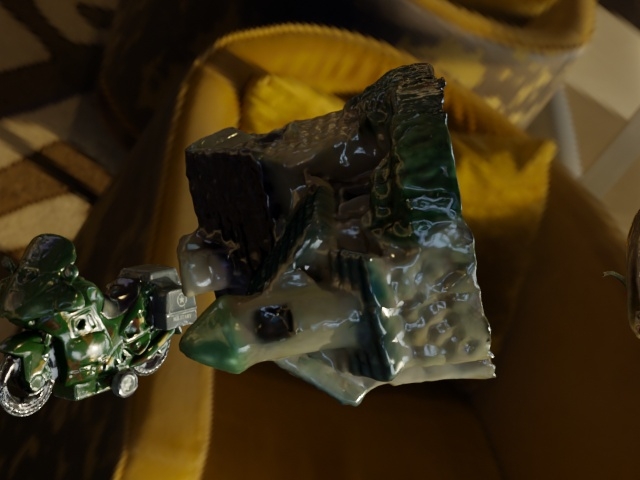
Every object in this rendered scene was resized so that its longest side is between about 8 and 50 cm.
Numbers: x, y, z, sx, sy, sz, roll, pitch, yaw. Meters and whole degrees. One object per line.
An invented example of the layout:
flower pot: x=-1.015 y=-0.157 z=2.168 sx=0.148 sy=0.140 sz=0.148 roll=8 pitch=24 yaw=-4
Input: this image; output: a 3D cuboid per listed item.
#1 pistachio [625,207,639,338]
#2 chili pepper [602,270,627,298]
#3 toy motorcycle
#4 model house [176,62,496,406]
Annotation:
pistachio: x=0.446 y=0.045 z=1.751 sx=0.131 sy=0.206 sz=0.129 roll=-10 pitch=21 yaw=-21
chili pepper: x=0.482 y=0.085 z=1.930 sx=0.191 sy=0.059 sz=0.050 roll=29 pitch=11 yaw=2
toy motorcycle: x=-0.250 y=0.078 z=1.502 sx=0.125 sy=0.187 sz=0.275 roll=7 pitch=11 yaw=35
model house: x=0.001 y=0.002 z=1.230 sx=0.298 sy=0.284 sz=0.243 roll=-87 pitch=161 yaw=-71
